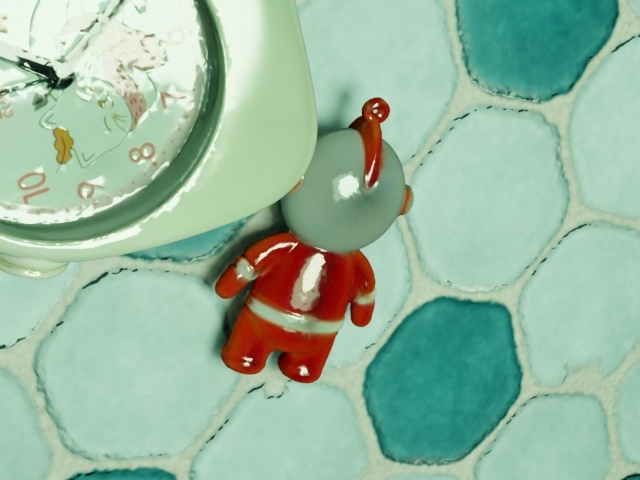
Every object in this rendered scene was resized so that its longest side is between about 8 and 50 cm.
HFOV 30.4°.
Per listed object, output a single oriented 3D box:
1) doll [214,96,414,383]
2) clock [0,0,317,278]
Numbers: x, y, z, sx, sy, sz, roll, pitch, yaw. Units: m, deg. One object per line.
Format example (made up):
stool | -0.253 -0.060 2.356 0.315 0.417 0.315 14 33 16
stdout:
doll | 0.000 0.000 0.926 0.142 0.076 0.245 10 108 -31
clock | -0.172 -0.116 0.772 0.324 0.108 0.265 -20 118 -18
